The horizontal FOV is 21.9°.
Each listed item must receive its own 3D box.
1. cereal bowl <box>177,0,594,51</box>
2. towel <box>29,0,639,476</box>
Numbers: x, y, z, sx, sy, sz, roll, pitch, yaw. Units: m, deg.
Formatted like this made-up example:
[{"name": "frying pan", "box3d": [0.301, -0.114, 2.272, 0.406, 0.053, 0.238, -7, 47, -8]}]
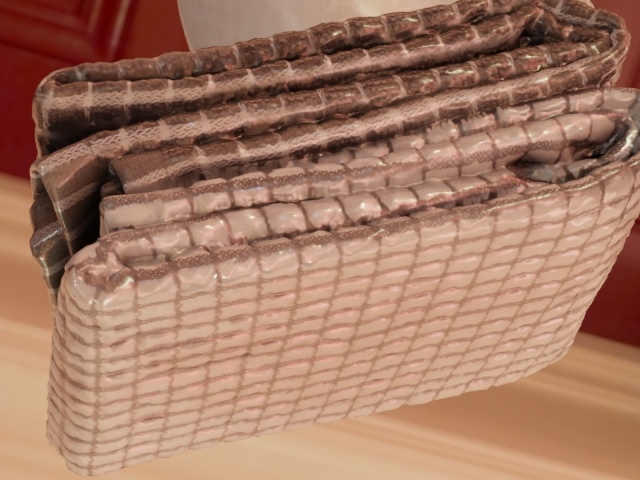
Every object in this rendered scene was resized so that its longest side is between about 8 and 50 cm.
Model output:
[{"name": "cereal bowl", "box3d": [0.077, -0.154, 1.112, 0.141, 0.339, 0.339, -36, -144, 40]}, {"name": "towel", "box3d": [0.000, 0.000, 0.787, 0.235, 0.284, 0.121, 104, -29, -62]}]
